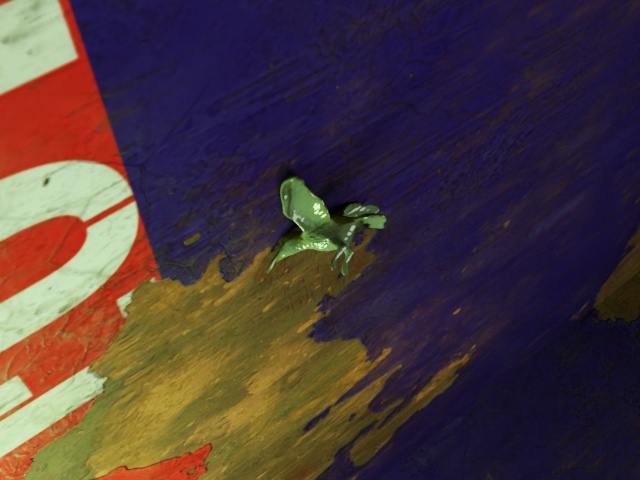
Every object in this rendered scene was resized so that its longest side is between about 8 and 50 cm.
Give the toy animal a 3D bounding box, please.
[{"bbox_3d":[0.000,0.000,0.969,0.155,0.095,0.219,-51,150,5],"label":"toy animal"}]
